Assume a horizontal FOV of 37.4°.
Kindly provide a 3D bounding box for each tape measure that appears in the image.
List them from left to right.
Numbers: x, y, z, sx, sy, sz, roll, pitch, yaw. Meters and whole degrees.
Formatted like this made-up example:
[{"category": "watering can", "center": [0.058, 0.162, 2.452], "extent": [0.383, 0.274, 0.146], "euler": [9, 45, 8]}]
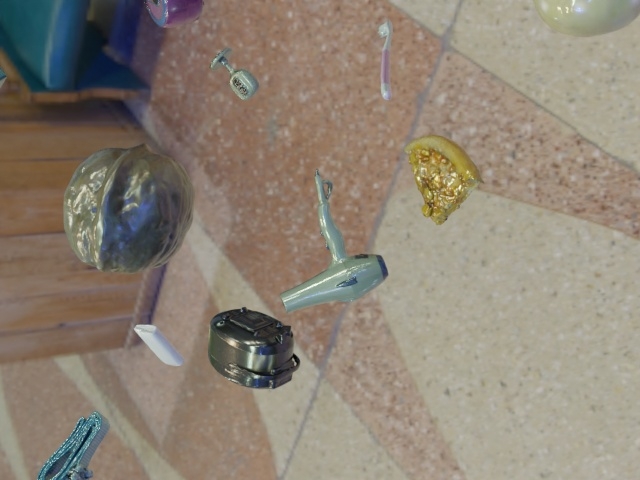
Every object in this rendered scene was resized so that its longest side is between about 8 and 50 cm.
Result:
[{"category": "tape measure", "center": [-0.222, -0.381, 1.402], "extent": [0.118, 0.074, 0.125], "euler": [36, 141, 54]}]

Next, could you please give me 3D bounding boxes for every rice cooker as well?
[{"category": "rice cooker", "center": [-0.112, 0.174, 1.543], "extent": [0.165, 0.112, 0.106], "euler": [15, 112, 37]}]

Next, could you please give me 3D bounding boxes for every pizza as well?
[{"category": "pizza", "center": [0.167, -0.086, 1.347], "extent": [0.178, 0.041, 0.131], "euler": [52, 139, 47]}]

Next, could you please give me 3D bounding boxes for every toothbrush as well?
[{"category": "toothbrush", "center": [0.113, -0.319, 1.657], "extent": [0.025, 0.020, 0.286], "euler": [-25, 31, 21]}]

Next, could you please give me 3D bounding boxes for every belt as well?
[{"category": "belt", "center": [-0.467, 0.422, 1.839], "extent": [0.100, 0.065, 0.179], "euler": [23, 70, 28]}]

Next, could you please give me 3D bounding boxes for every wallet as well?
[{"category": "wallet", "center": [-0.338, 0.219, 1.980], "extent": [0.061, 0.025, 0.122], "euler": [4, 143, 33]}]

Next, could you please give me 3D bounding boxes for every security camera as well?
[{"category": "security camera", "center": [-0.151, -0.296, 1.703], "extent": [0.092, 0.058, 0.058], "euler": [46, 134, 5]}]

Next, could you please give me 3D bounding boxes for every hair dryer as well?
[{"category": "hair dryer", "center": [-0.012, 0.018, 1.413], "extent": [0.199, 0.167, 0.067], "euler": [56, 180, -8]}]

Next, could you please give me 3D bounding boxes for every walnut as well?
[{"category": "walnut", "center": [-0.318, -0.054, 1.566], "extent": [0.224, 0.224, 0.224], "euler": [9, 101, 52]}]

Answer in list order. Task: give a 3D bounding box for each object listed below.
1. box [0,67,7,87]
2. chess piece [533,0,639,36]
[{"category": "box", "center": [-0.637, -0.206, 1.512], "extent": [0.092, 0.245, 0.153], "euler": [48, 141, -7]}, {"category": "chess piece", "center": [0.277, -0.361, 0.964], "extent": [0.167, 0.167, 0.300], "euler": [22, 127, 49]}]
